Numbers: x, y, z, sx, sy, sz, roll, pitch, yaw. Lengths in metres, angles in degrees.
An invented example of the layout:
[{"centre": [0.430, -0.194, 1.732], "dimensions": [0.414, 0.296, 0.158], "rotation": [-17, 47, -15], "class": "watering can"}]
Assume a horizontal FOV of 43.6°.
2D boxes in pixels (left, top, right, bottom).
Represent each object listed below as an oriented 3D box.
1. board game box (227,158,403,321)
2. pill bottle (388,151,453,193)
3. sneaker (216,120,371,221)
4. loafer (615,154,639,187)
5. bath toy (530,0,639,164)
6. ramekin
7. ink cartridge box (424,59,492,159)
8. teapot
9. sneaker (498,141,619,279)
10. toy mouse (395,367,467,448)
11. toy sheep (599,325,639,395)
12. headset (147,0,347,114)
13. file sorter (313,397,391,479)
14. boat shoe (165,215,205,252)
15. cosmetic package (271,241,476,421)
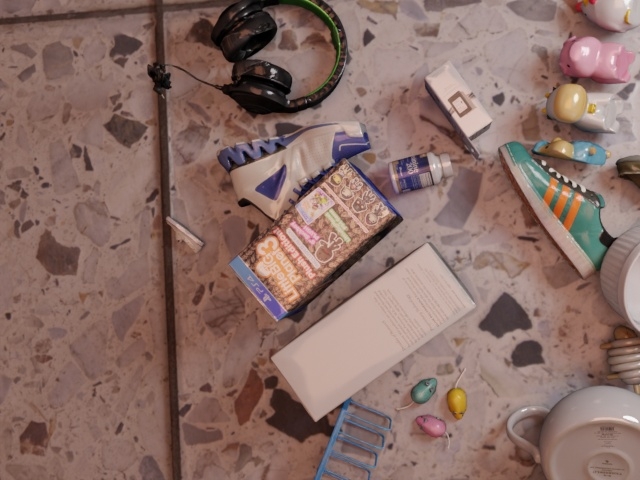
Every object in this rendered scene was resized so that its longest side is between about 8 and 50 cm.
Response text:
[{"centre": [0.000, 0.000, 1.529], "dimensions": [0.291, 0.232, 0.141], "rotation": [-42, 83, 8], "class": "board game box"}, {"centre": [0.198, -0.137, 1.579], "dimensions": [0.120, 0.067, 0.067], "rotation": [-14, 87, 9], "class": "pill bottle"}, {"centre": [-0.042, -0.126, 1.602], "dimensions": [0.315, 0.127, 0.182], "rotation": [-12, 91, 16], "class": "sneaker"}, {"centre": [0.665, -0.085, 1.486], "dimensions": [0.251, 0.094, 0.088], "rotation": [24, 89, 9], "class": "loafer"}, {"centre": [0.503, -0.321, 1.505], "dimensions": [0.129, 0.151, 0.349], "rotation": [17, 93, 44], "class": "bath toy"}, {"centre": [0.612, 0.066, 1.456], "dimensions": [0.207, 0.109, 0.207], "rotation": [-3, 106, -13], "class": "ramekin"}, {"centre": [0.277, -0.250, 1.548], "dimensions": [0.060, 0.104, 0.180], "rotation": [-35, 85, 7], "class": "ink cartridge box"}, {"centre": [0.516, 0.359, 1.467], "dimensions": [0.256, 0.187, 0.252], "rotation": [37, 118, -4], "class": "teapot"}, {"centre": [0.459, -0.078, 1.521], "dimensions": [0.121, 0.108, 0.302], "rotation": [-36, 92, 7], "class": "sneaker"}, {"centre": [0.219, 0.335, 1.591], "dimensions": [0.143, 0.031, 0.161], "rotation": [-1, 90, 10], "class": "toy mouse"}, {"centre": [0.580, 0.225, 1.505], "dimensions": [0.091, 0.091, 0.132], "rotation": [-13, 82, 9], "class": "toy sheep"}, {"centre": [-0.140, -0.364, 1.579], "dimensions": [0.393, 0.185, 0.244], "rotation": [-15, 87, -2], "class": "headset"}, {"centre": [0.063, 0.415, 1.575], "dimensions": [0.104, 0.118, 0.170], "rotation": [21, 93, 5], "class": "file sorter"}, {"centre": [-0.290, -0.011, 1.679], "dimensions": [0.100, 0.035, 0.035], "rotation": [38, 93, 1], "class": "boat shoe"}, {"centre": [0.104, 0.166, 1.530], "dimensions": [0.365, 0.197, 0.155], "rotation": [-38, 85, 9], "class": "cosmetic package"}]
